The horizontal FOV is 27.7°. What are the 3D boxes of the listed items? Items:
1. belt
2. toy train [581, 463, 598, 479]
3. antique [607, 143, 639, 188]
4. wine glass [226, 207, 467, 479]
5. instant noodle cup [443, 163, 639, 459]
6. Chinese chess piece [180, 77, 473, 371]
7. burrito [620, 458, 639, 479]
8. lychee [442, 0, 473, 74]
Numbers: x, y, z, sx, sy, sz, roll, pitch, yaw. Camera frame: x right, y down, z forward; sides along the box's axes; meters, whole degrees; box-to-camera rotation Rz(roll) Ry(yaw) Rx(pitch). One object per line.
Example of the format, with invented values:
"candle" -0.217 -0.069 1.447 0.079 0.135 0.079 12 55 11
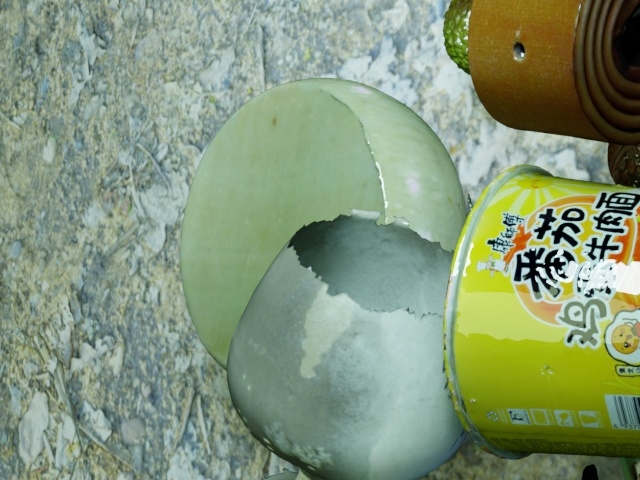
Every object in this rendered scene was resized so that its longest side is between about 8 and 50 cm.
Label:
"belt" 0.259 -0.223 1.071 0.122 0.217 0.338 15 54 45
"toy train" 0.202 0.347 1.059 0.265 0.188 0.300 114 148 -65
"antique" 0.299 -0.077 1.131 0.104 0.104 0.104 -9 78 45
"wine glass" 0.023 0.152 1.162 0.238 0.238 0.323 42 125 41
"instant noodle cup" 0.250 0.064 1.063 0.200 0.264 0.264 2 86 37
"Chinese chess piece" 0.000 0.000 1.399 0.349 0.146 0.349 -10 76 45
"burrito" 0.323 0.287 1.089 0.104 0.054 0.288 -24 66 40
"lychee" 0.180 -0.215 1.266 0.114 0.146 0.114 32 144 27
